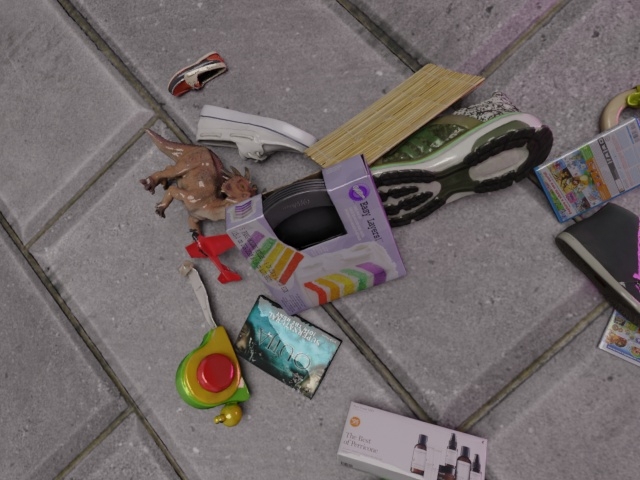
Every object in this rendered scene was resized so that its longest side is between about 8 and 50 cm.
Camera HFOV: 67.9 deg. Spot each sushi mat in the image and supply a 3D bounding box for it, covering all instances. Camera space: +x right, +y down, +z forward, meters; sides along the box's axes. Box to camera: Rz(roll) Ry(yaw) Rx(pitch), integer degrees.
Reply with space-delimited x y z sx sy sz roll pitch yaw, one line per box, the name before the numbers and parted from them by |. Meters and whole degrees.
sushi mat | 0.127 -0.220 0.859 0.316 0.019 0.151 -37 43 -9

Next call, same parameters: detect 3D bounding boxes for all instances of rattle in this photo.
rattle | 0.530 -0.178 0.784 0.130 0.143 0.200 42 87 -5

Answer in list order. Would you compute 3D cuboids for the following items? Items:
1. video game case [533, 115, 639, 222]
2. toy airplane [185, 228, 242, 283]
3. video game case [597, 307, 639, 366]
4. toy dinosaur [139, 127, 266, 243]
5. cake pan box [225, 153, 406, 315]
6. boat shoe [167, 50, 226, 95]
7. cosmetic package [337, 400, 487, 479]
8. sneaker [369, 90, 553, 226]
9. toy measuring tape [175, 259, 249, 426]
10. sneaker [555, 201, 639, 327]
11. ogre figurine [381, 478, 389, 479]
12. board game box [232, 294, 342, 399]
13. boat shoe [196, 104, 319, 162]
video game case | 0.463 -0.115 0.801 0.166 0.015 0.119 -29 113 19
toy airplane | -0.207 0.034 0.928 0.151 0.151 0.028 18 49 14
video game case | 0.537 0.145 0.804 0.087 0.011 0.122 25 89 13
toy dinosaur | -0.228 -0.120 0.947 0.200 0.127 0.296 -33 73 7
cake pan box | 0.000 0.000 0.819 0.245 0.267 0.070 -21 43 6
boat shoe | -0.266 -0.350 1.021 0.137 0.049 0.043 -34 80 1
cosmetic package | 0.155 0.361 0.813 0.238 0.061 0.099 11 48 13
sneaker | 0.189 -0.156 0.878 0.409 0.158 0.182 -16 49 12
toy measuring tape | -0.239 0.201 0.906 0.121 0.121 0.330 -27 79 8
sneaker | 0.511 0.042 0.776 0.118 0.083 0.222 -38 69 5
ogre figurine | 0.125 0.499 0.811 0.118 0.097 0.197 -6 97 -6
board game box | -0.068 0.204 0.919 0.186 0.026 0.126 27 89 14
boat shoe | -0.134 -0.201 0.949 0.267 0.096 0.088 17 91 15
